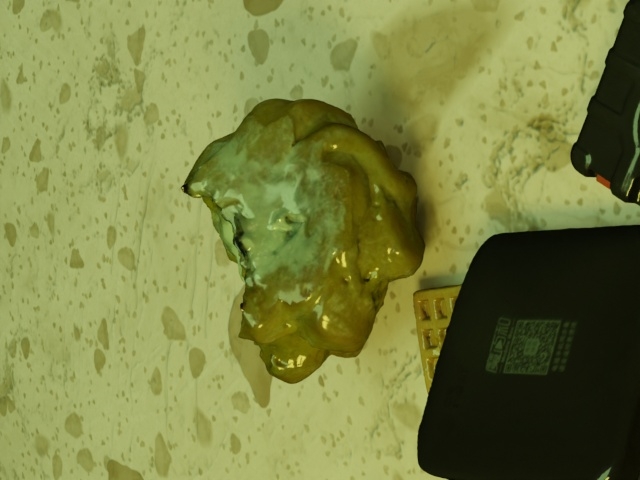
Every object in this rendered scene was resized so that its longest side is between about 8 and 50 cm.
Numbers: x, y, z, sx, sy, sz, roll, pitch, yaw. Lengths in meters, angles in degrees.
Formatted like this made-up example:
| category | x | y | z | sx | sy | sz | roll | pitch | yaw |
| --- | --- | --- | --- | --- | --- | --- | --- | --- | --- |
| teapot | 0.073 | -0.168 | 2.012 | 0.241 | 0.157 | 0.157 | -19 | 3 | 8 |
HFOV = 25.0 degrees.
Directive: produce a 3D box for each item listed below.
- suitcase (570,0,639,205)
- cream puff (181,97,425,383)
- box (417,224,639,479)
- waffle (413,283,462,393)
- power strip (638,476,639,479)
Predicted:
| category | x | y | z | sx | sy | sz | roll | pitch | yaw |
| --- | --- | --- | --- | --- | --- | --- | --- | --- | --- |
| suitcase | 0.382 | -0.100 | 1.404 | 0.285 | 0.066 | 0.206 | 41 | 124 | 41 |
| cream puff | 0.003 | -0.009 | 1.780 | 0.274 | 0.270 | 0.323 | -23 | 74 | 14 |
| box | 0.243 | 0.124 | 1.517 | 0.289 | 0.073 | 0.290 | -4 | 63 | 51 |
| waffle | 0.169 | 0.147 | 1.728 | 0.125 | 0.032 | 0.191 | -12 | 87 | 48 |
| power strip | 0.315 | 0.342 | 1.405 | 0.261 | 0.230 | 0.141 | -94 | 28 | -59 |
